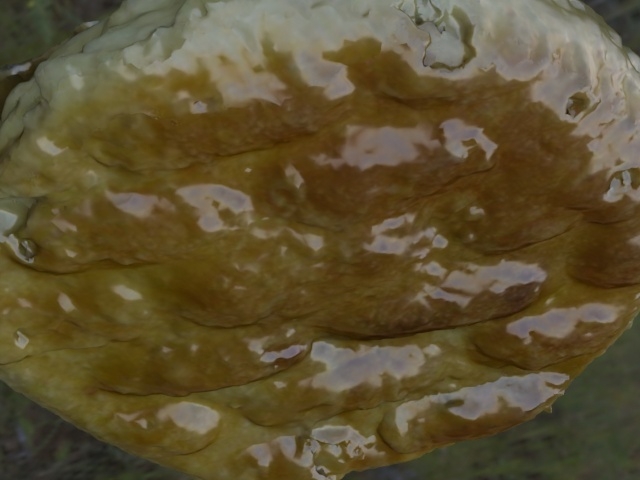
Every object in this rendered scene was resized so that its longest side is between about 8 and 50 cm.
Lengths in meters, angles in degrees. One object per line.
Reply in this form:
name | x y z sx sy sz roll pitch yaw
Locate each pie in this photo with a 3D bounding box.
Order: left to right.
pie | 0.000 0.000 0.724 0.339 0.339 0.083 32 37 -39
